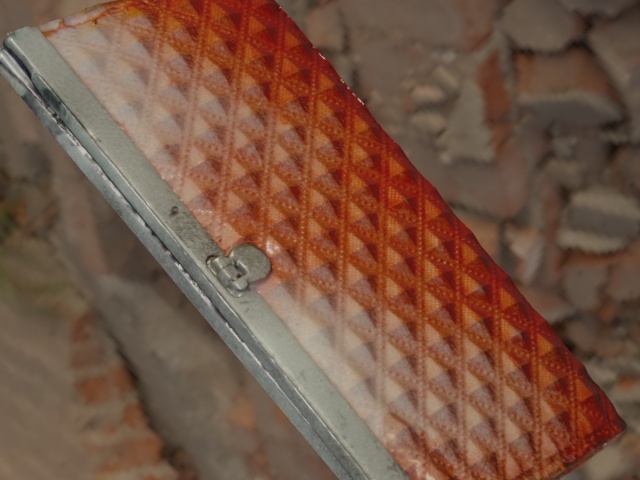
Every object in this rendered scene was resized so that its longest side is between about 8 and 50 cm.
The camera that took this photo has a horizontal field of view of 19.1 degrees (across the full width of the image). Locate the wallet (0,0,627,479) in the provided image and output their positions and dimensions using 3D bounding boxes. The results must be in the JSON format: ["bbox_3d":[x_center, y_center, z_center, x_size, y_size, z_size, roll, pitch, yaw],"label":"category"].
[{"bbox_3d":[0.000,0.000,0.557,0.196,0.103,0.020,50,132,16],"label":"wallet"}]
